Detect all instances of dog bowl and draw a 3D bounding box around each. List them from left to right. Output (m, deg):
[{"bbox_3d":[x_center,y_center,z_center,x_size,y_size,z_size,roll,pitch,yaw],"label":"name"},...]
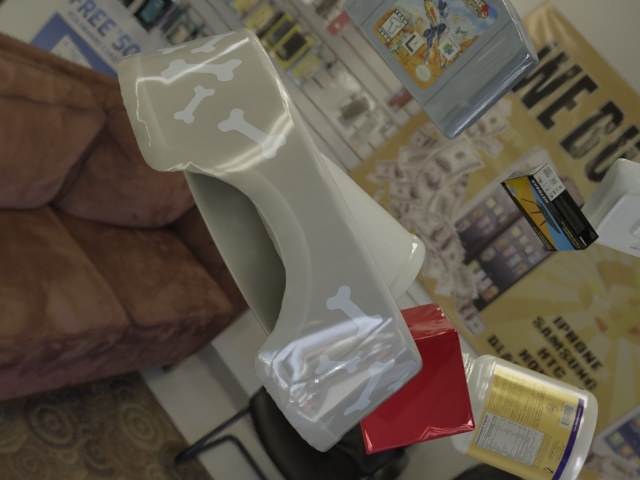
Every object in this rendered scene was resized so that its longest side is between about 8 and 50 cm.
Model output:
[{"bbox_3d":[-0.030,-0.011,0.631,0.348,0.102,0.349,63,0,-1],"label":"dog bowl"}]

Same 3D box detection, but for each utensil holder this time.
[{"bbox_3d":[0.000,0.000,1.849,0.385,0.327,0.327,41,15,-13],"label":"utensil holder"}]

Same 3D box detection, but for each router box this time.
[{"bbox_3d":[0.447,-0.061,1.522,0.179,0.046,0.133,53,-13,-7],"label":"router box"}]

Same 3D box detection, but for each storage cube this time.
[{"bbox_3d":[0.149,0.240,1.380,0.183,0.193,0.215,-103,180,-80],"label":"storage cube"}]

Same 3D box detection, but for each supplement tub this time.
[{"bbox_3d":[0.437,0.406,1.784,0.331,0.241,0.241,20,8,12],"label":"supplement tub"}]

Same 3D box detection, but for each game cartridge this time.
[{"bbox_3d":[0.181,-0.327,1.177,0.062,0.198,0.297,-5,55,-54],"label":"game cartridge"}]

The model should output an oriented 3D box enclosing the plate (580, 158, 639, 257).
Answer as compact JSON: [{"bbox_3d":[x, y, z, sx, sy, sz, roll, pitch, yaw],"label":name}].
[{"bbox_3d":[0.673,-0.033,1.558,0.277,0.045,0.278,18,-28,5],"label":"plate"}]
